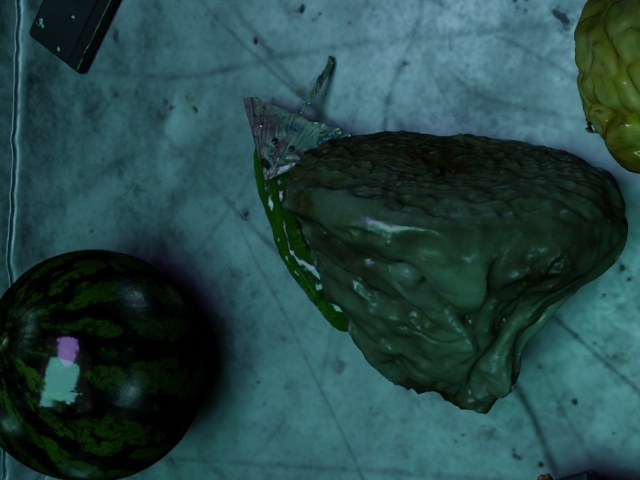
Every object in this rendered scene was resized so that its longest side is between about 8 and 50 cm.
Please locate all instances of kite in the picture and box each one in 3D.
[{"bbox_3d":[-0.024,-0.131,1.142,0.139,0.011,0.156,25,79,21],"label":"kite"}]

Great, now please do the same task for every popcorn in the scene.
[{"bbox_3d":[0.326,-0.165,0.891,0.250,0.250,0.190,-34,122,26],"label":"popcorn"}]

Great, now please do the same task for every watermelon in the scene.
[{"bbox_3d":[-0.261,0.146,1.214,0.269,0.269,0.269,4,100,25],"label":"watermelon"}]

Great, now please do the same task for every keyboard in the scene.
[{"bbox_3d":[-0.246,-0.347,1.250,0.101,0.018,0.309,38,112,17],"label":"keyboard"}]

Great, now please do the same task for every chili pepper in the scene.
[{"bbox_3d":[0.000,0.000,1.155,0.074,0.100,0.257,-26,89,55],"label":"chili pepper"}]

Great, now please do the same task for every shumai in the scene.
[{"bbox_3d":[0.112,0.048,1.002,0.309,0.304,0.263,15,115,25],"label":"shumai"}]

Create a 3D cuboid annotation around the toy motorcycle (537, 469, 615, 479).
[{"bbox_3d":[0.344,0.237,0.995,0.326,0.148,0.221,-23,110,21],"label":"toy motorcycle"}]
